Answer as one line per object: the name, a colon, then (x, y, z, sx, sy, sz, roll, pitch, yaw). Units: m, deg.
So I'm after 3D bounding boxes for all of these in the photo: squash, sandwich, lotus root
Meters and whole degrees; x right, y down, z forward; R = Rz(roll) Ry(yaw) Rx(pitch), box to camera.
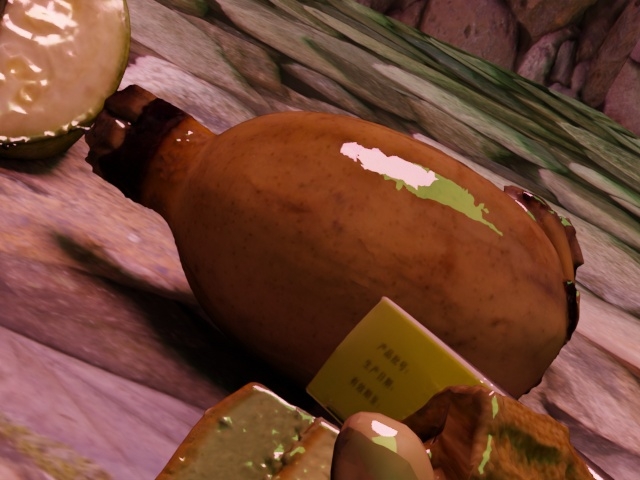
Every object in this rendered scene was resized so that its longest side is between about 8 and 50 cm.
squash: (-0.228, -0.115, 1.189, 0.111, 0.203, 0.289, 23, -21, -21)
sandwich: (-0.024, 0.158, 0.641, 0.117, 0.144, 0.187, 32, -22, 10)
lotus root: (0.000, 0.000, 0.942, 0.310, 0.183, 0.183, 27, 13, 0)

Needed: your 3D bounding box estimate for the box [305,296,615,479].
box: (0.124, 0.140, 0.760, 0.175, 0.062, 0.260, 41, 2, 40)

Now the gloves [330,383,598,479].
gloves: (0.100, 0.192, 0.465, 0.356, 0.155, 0.203, 42, 17, -15)
